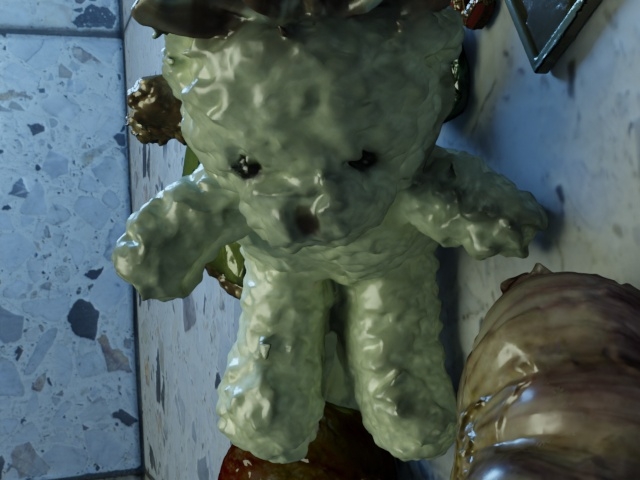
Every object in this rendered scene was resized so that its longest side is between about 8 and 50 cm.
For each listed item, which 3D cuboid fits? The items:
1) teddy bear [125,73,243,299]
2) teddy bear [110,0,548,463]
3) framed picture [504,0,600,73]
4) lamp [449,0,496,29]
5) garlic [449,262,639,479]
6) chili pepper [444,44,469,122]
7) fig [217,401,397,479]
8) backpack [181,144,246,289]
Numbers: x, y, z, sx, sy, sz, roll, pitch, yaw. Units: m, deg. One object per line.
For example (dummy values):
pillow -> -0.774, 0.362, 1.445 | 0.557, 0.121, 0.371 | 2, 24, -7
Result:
teddy bear -> -0.141, -0.055, 1.164 | 0.246, 0.296, 0.222 | -176, 109, -80
teddy bear -> 0.000, 0.000, 0.647 | 0.362, 0.328, 0.375 | 44, -134, -85
framed picture -> 0.174, -0.259, 0.587 | 0.250, 0.016, 0.184 | 117, 145, -55
lamp -> 0.119, -0.210, 0.731 | 0.063, 0.031, 0.083 | 109, 148, -49
garlic -> 0.148, 0.139, 0.507 | 0.245, 0.161, 0.244 | 14, -90, -79
chili pepper -> 0.072, -0.178, 0.823 | 0.216, 0.062, 0.108 | -125, 44, -57
fig -> 0.038, 0.236, 0.899 | 0.290, 0.191, 0.190 | -21, 68, 31
backpack -> -0.037, -0.032, 0.948 | 0.253, 0.140, 0.207 | 16, 111, 36
